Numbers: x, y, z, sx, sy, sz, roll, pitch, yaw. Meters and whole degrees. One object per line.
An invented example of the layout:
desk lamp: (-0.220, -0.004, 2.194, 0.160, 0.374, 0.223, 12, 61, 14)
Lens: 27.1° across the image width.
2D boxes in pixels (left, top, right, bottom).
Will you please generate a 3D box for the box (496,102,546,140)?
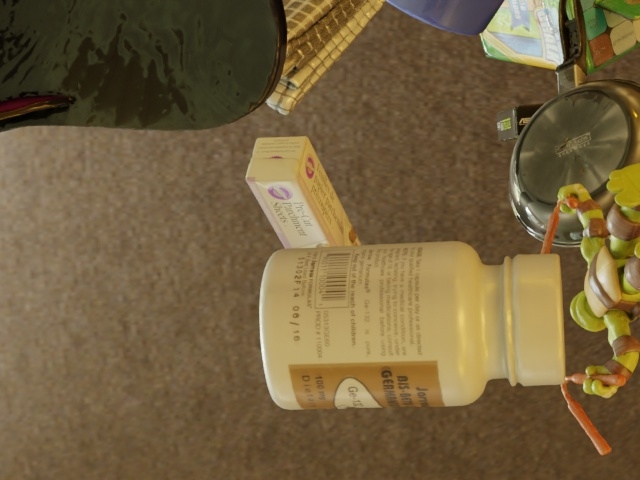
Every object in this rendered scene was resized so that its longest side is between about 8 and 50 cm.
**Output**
box: (0.320, -0.149, 1.631, 0.191, 0.184, 0.045, -4, 95, 2)

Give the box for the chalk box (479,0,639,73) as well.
chalk box: (0.350, -0.345, 1.791, 0.289, 0.180, 0.179, 23, 138, 57)

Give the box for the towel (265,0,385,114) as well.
towel: (-0.058, -0.322, 1.613, 0.235, 0.283, 0.121, 33, 150, 12)

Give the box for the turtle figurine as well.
turtle figurine: (0.276, 0.043, 1.212, 0.217, 0.087, 0.269, 106, 164, -61)

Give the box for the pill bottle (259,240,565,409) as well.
pill bottle: (0.076, 0.067, 1.051, 0.229, 0.131, 0.131, -3, 92, 11)

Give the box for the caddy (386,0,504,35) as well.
caddy: (0.037, -0.260, 0.758, 0.241, 0.341, 0.179, 27, 110, -11)

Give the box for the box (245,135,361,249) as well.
box: (0.000, 0.000, 1.573, 0.067, 0.324, 0.063, 0, 56, 20)

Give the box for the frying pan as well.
frying pan: (0.296, -0.148, 1.420, 0.197, 0.053, 0.326, 2, 69, 43)

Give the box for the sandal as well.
sandal: (-0.249, -0.138, 0.937, 0.446, 0.107, 0.167, -6, 101, 13)
